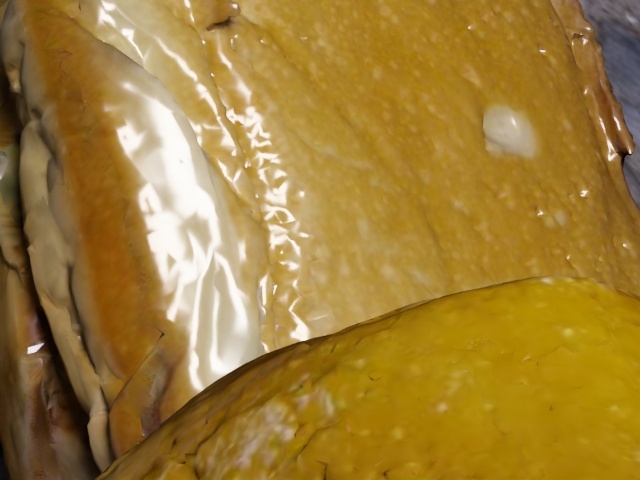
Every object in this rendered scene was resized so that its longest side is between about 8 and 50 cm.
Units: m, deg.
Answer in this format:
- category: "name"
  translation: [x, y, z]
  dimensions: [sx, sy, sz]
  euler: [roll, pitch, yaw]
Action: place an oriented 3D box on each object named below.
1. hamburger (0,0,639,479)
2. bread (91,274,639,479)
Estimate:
- category: "hamburger"
  translation: [0.005, 0.006, 0.768]
  dimensions: [0.284, 0.174, 0.304]
  euler: [-5, 78, -34]
- category: "bread"
  translation: [-0.010, 0.182, 0.480]
  dimensions: [0.148, 0.328, 0.337]
  euler: [21, 42, -34]
